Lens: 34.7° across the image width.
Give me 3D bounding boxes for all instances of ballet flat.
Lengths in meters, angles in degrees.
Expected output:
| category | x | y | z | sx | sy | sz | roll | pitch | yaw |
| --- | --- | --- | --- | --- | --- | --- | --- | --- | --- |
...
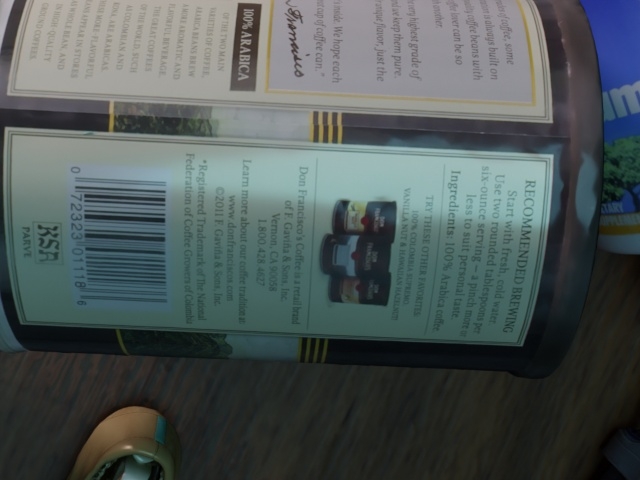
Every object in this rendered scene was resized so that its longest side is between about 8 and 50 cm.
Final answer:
| category | x | y | z | sx | sy | sz | roll | pitch | yaw |
| --- | --- | --- | --- | --- | --- | --- | --- | --- | --- |
| ballet flat | -0.156 | 0.210 | 0.621 | 0.080 | 0.073 | 0.232 | 25 | 90 | -16 |

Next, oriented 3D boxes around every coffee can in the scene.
| category | x | y | z | sx | sy | sz | roll | pitch | yaw |
| --- | --- | --- | --- | --- | --- | --- | --- | --- | --- |
| coffee can | -0.018 | -0.036 | 0.533 | 0.275 | 0.201 | 0.201 | 3 | 96 | -2 |

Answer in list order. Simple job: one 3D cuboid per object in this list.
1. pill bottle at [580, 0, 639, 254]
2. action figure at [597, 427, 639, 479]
| category | x | y | z | sx | sy | sz | roll | pitch | yaw |
| --- | --- | --- | --- | --- | --- | --- | --- | --- | --- |
| pill bottle | 0.191 | -0.142 | 0.632 | 0.152 | 0.152 | 0.272 | -27 | 102 | -11 |
| action figure | 0.296 | 0.086 | 0.719 | 0.185 | 0.099 | 0.285 | 23 | 87 | -11 |
